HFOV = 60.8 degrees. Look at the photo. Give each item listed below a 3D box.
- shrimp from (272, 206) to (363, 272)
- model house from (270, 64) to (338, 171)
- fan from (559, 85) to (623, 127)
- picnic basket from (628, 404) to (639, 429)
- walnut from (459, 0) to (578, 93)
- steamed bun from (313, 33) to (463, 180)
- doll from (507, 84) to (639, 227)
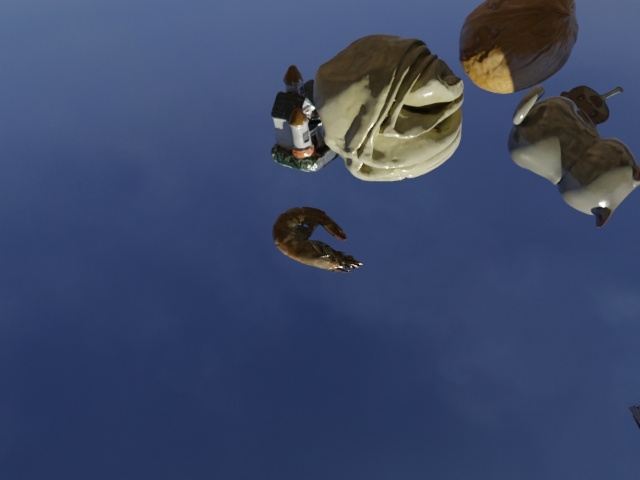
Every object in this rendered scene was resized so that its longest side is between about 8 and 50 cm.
[{"bbox_3d":[0.000,0.000,1.300,0.236,0.133,0.053,24,178,-2],"label":"shrimp"},{"bbox_3d":[-0.041,-0.416,1.768,0.190,0.301,0.271,21,-132,32],"label":"model house"},{"bbox_3d":[0.864,-0.438,1.709,0.226,0.008,0.153,-27,-104,-18],"label":"fan"},{"bbox_3d":[0.633,0.350,0.895,0.139,0.266,0.165,-28,-102,18],"label":"picnic basket"},{"bbox_3d":[0.368,-0.378,1.021,0.193,0.193,0.225,-35,-168,-31],"label":"walnut"},{"bbox_3d":[0.156,-0.234,1.027,0.276,0.289,0.203,-41,-141,-19],"label":"steamed bun"},{"bbox_3d":[0.670,-0.231,1.463,0.370,0.215,0.226,45,-159,13],"label":"doll"}]
